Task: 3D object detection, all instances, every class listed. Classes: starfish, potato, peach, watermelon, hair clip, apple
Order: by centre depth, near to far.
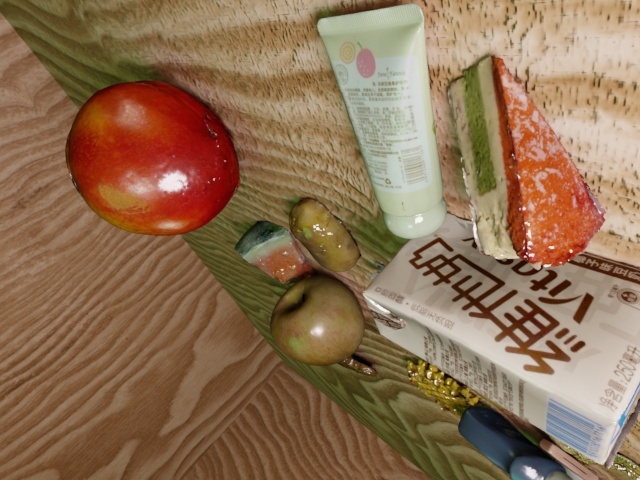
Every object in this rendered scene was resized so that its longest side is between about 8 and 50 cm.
[{"bbox_3d":[0.545,0.431,0.855,0.223,0.050,0.217,26,161,50],"label":"starfish"},{"bbox_3d":[0.156,0.081,0.897,0.115,0.039,0.030,17,152,45],"label":"hair clip"},{"bbox_3d":[-0.359,-0.183,0.946,0.370,0.370,0.370,37,158,18],"label":"peach"},{"bbox_3d":[0.000,0.000,0.969,0.200,0.081,0.164,49,157,-19],"label":"potato"},{"bbox_3d":[-0.004,0.231,1.165,0.256,0.257,0.234,13,145,53],"label":"apple"},{"bbox_3d":[-0.116,0.068,1.280,0.257,0.140,0.193,46,168,-26],"label":"watermelon"}]

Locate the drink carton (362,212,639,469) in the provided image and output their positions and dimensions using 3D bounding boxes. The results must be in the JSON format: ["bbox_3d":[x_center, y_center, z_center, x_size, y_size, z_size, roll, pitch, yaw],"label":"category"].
[{"bbox_3d":[0.246,0.097,0.551,0.324,0.194,0.132,24,150,42],"label":"drink carton"}]

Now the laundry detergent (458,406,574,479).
[{"bbox_3d":[0.448,0.485,0.940,0.143,0.094,0.290,26,178,-20],"label":"laundry detergent"}]

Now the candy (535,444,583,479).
[{"bbox_3d":[0.580,0.555,0.966,0.174,0.071,0.138,44,164,-2],"label":"candy"}]

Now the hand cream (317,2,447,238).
[{"bbox_3d":[0.093,-0.133,0.540,0.147,0.093,0.306,20,147,43],"label":"hand cream"}]

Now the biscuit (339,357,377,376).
[{"bbox_3d":[0.109,0.479,1.634,0.208,0.041,0.290,34,164,-29],"label":"biscuit"}]

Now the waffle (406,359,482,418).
[{"bbox_3d":[0.346,0.425,1.180,0.228,0.051,0.232,19,148,42],"label":"waffle"}]

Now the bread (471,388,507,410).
[{"bbox_3d":[0.340,0.248,0.832,0.236,0.070,0.236,38,157,19],"label":"bread"}]

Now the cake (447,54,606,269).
[{"bbox_3d":[0.194,-0.066,0.450,0.220,0.117,0.086,48,165,-13],"label":"cake"}]

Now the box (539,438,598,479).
[{"bbox_3d":[0.519,0.464,0.877,0.115,0.025,0.048,36,170,4],"label":"box"}]
